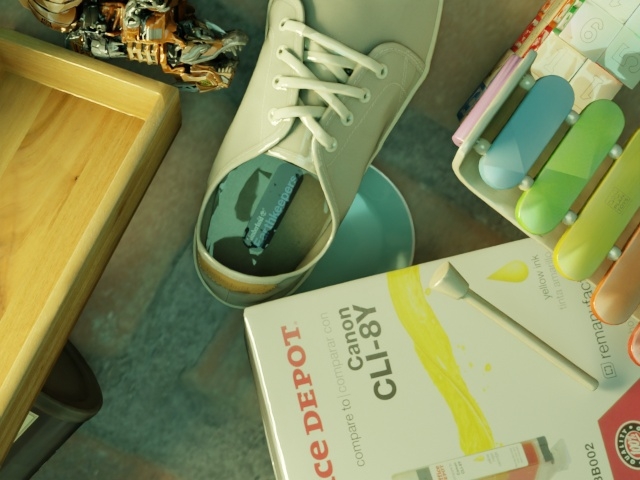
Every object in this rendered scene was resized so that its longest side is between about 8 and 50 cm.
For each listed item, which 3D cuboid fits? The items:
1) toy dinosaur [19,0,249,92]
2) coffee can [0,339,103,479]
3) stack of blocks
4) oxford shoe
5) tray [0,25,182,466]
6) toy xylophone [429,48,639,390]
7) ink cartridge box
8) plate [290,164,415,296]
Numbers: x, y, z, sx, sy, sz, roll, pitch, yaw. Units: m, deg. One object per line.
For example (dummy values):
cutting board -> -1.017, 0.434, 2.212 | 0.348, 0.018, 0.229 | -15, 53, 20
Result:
toy dinosaur -> -0.214, -0.258, 1.688 | 0.322, 0.164, 0.218 | 18, 118, -17
coffee can -> -0.377, 0.189, 1.756 | 0.201, 0.201, 0.275 | 43, 100, -9
stack of blocks -> 0.257, -0.194, 1.688 | 0.087, 0.171, 0.297 | 37, 101, -8
oxford shoe -> 0.002, -0.140, 1.708 | 0.169, 0.130, 0.449 | 23, 92, 1
tray -> -0.303, 0.007, 1.639 | 0.203, 0.076, 0.411 | 20, 64, 10
toy xylophone -> 0.242, -0.005, 1.594 | 0.323, 0.081, 0.236 | 29, 81, -12
ink cartridge box -> 0.141, 0.163, 1.706 | 0.385, 0.160, 0.279 | -13, 76, -3
plate -> 0.000, 0.000, 1.806 | 0.188, 0.024, 0.188 | 0, 104, -1
